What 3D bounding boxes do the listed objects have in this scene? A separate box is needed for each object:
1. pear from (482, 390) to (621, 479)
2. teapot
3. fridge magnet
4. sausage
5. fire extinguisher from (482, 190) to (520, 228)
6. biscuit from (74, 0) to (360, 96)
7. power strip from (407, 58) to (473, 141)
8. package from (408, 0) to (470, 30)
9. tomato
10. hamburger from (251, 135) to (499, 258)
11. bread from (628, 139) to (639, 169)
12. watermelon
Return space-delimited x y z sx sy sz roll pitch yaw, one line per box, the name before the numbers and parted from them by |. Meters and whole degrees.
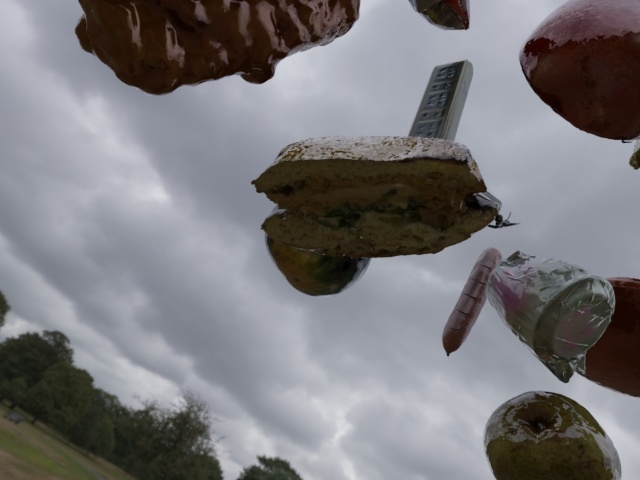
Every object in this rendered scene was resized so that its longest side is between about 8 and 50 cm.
pear | 0.409 0.379 0.785 0.229 0.188 0.211 0 -61 38
teapot | 0.405 0.118 0.770 0.221 0.163 0.178 40 6 -30
fridge magnet | 0.711 0.223 1.002 0.364 0.155 0.363 28 -36 23
sausage | 0.490 0.182 1.386 0.088 0.433 0.088 27 -28 16
fire extinguisher | 0.474 -0.124 1.332 0.294 0.118 0.093 43 -29 15
biscuit | -0.079 -0.301 0.376 0.110 0.318 0.312 43 -31 33
power strip | 0.242 -0.248 0.912 0.092 0.387 0.066 3 -33 33
package | 0.223 -0.539 0.901 0.108 0.288 0.223 -34 -70 20
tomato | 0.542 -0.349 0.767 0.338 0.338 0.143 25 -26 9
hamburger | 0.071 -0.061 0.545 0.283 0.156 0.144 2 -64 16
bread | 0.926 -0.200 0.925 0.362 0.233 0.245 37 -46 19
watermelon | -0.001 0.003 1.024 0.269 0.269 0.269 20 -36 16
